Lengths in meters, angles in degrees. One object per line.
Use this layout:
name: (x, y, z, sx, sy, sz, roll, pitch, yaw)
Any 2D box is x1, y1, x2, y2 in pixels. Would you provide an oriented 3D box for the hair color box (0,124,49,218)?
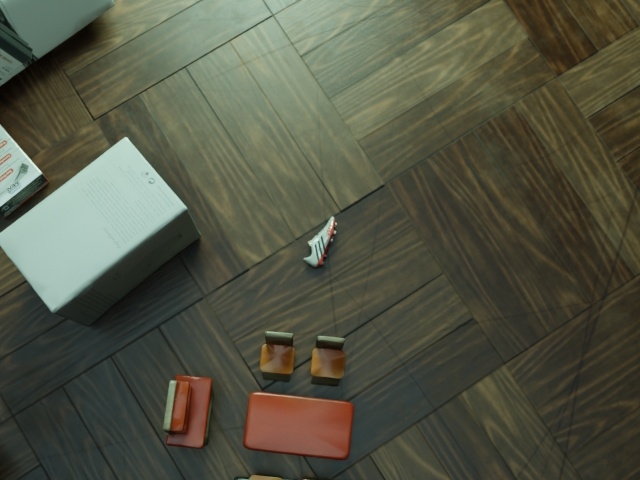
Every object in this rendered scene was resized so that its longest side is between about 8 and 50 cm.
hair color box: (-0.509, -0.128, 1.468, 0.093, 0.053, 0.167, -41, 81, -9)

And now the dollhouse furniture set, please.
dollhouse furniture set: (-0.084, 0.257, 1.358, 0.259, 0.135, 0.262, 6, 74, -1)

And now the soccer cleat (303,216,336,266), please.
soccer cleat: (0.000, 0.000, 1.474, 0.036, 0.029, 0.083, 20, 84, -2)

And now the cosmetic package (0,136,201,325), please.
cosmetic package: (-0.308, -0.005, 1.365, 0.225, 0.224, 0.138, -40, 84, -8)

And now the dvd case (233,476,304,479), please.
dvd case: (-0.007, 0.443, 1.398, 0.253, 0.022, 0.180, 3, 80, -1)

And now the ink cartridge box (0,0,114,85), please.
ink cartridge box: (-0.558, -0.377, 1.432, 0.395, 0.166, 0.285, -38, 71, -8)
